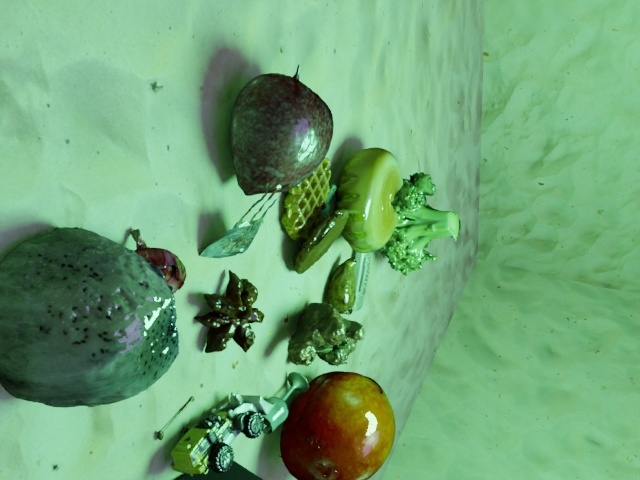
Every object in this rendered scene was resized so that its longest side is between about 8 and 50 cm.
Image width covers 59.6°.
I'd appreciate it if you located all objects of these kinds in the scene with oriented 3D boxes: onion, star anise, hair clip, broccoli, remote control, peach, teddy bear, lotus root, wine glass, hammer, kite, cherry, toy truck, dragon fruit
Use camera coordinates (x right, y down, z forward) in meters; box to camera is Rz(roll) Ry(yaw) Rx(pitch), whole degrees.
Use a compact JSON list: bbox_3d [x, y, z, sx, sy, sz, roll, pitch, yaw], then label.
[{"bbox_3d":[-0.321,0.044,1.001,0.150,0.140,0.150,-23,156,-11],"label":"onion"},{"bbox_3d":[-0.198,0.175,1.297,0.212,0.111,0.195,-13,121,-68],"label":"star anise"},{"bbox_3d":[0.016,-0.065,1.662,0.066,0.036,0.229,-29,135,-49],"label":"hair clip"},{"bbox_3d":[0.325,-0.071,2.028,0.277,0.318,0.338,1,63,-51],"label":"broccoli"},{"bbox_3d":[0.135,0.135,1.977,0.090,0.049,0.230,-11,112,-61],"label":"remote control"},{"bbox_3d":[0.046,0.582,1.719,0.370,0.370,0.369,-38,134,-52],"label":"peach"},{"bbox_3d":[0.019,0.312,1.660,0.222,0.246,0.296,58,6,-17],"label":"teddy bear"},{"bbox_3d":[0.073,0.145,1.825,0.108,0.095,0.190,46,50,-87],"label":"lotus root"},{"bbox_3d":[-0.114,0.471,1.621,0.195,0.079,0.079,-41,137,-49],"label":"wine glass"},{"bbox_3d":[-0.323,0.395,1.251,0.123,0.014,0.029,-49,152,-47],"label":"hammer"},{"bbox_3d":[-0.156,-0.036,1.210,0.245,0.015,0.141,-48,159,28],"label":"kite"},{"bbox_3d":[-0.088,-0.227,1.206,0.300,0.203,0.230,-65,157,8],"label":"cherry"},{"bbox_3d":[-0.231,0.445,1.329,0.286,0.136,0.111,-39,115,-52],"label":"toy truck"},{"bbox_3d":[-0.357,0.147,0.840,0.204,0.221,0.282,-50,146,-52],"label":"dragon fruit"}]

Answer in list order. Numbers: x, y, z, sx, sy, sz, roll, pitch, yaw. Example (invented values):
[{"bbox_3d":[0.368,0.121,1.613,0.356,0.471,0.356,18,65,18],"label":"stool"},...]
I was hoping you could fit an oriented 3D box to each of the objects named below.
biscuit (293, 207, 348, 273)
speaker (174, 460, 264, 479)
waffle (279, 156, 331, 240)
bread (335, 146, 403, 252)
[{"bbox_3d":[0.000,0.000,1.570,0.226,0.042,0.226,-50,170,-12],"label":"biscuit"},{"bbox_3d":[-0.297,0.661,1.263,0.388,0.180,0.184,-4,113,-61],"label":"speaker"},{"bbox_3d":[-0.044,-0.121,1.498,0.249,0.056,0.253,5,100,-64],"label":"waffle"},{"bbox_3d":[0.140,-0.126,1.739,0.333,0.160,0.332,-33,129,-54],"label":"bread"}]
